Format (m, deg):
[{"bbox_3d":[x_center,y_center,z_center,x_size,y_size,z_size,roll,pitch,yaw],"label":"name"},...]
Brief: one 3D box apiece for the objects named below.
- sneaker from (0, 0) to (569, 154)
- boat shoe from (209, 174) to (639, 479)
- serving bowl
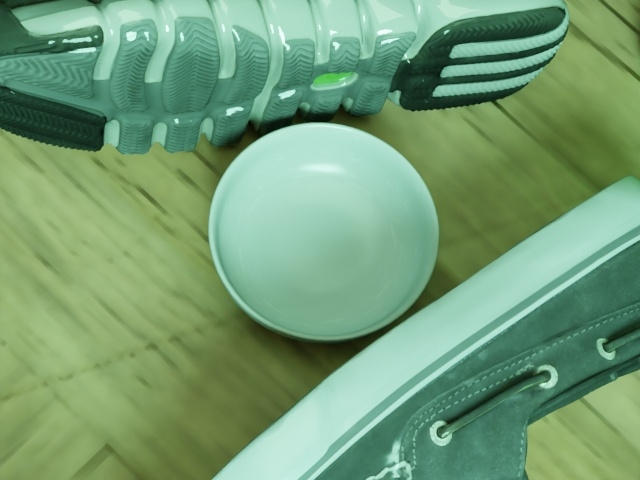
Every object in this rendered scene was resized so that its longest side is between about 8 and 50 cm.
[{"bbox_3d":[-0.029,-0.110,0.595,0.229,0.086,0.132,-5,66,-20],"label":"sneaker"},{"bbox_3d":[0.049,0.065,0.541,0.228,0.080,0.076,-33,76,-25],"label":"boat shoe"},{"bbox_3d":[0.000,0.000,0.580,0.083,0.027,0.083,2,71,-6],"label":"serving bowl"}]
